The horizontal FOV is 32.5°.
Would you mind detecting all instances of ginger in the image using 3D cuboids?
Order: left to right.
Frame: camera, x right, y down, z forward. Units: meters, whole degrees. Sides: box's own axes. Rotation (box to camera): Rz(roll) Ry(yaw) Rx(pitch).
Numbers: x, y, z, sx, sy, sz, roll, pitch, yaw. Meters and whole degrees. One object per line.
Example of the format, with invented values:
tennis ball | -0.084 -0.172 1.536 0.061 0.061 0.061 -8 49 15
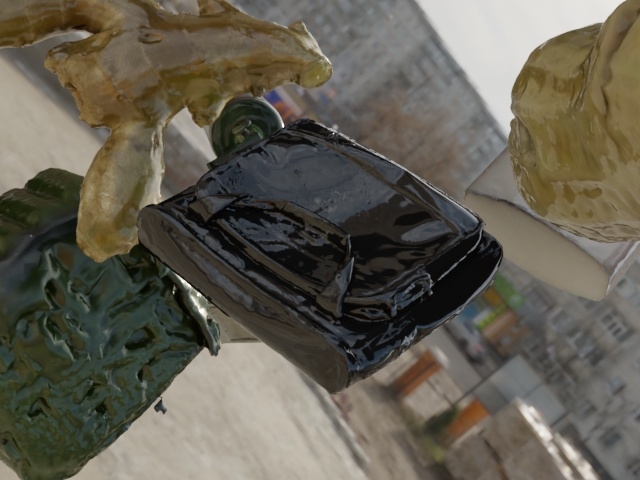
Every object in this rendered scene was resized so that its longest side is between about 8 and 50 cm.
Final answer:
ginger | -0.206 -0.212 1.223 0.363 0.348 0.122 54 -18 4

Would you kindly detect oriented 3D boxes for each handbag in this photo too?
handbag | 0.000 0.000 0.998 0.275 0.244 0.088 37 -41 28

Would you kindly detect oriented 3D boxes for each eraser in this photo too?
eraser | 0.294 -0.079 1.150 0.174 0.270 0.095 33 -28 23

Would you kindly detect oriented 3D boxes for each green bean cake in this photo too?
green bean cake | -0.330 0.115 1.393 0.218 0.319 0.335 17 -36 48

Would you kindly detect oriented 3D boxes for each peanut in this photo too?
peanut | 0.239 -0.085 0.806 0.340 0.158 0.174 -175 -111 -76

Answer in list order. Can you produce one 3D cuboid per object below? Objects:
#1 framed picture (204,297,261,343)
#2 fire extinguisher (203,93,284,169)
framed picture | -0.022 0.116 1.626 0.231 0.293 0.018 77 12 -71
fire extinguisher | -0.106 -0.142 1.419 0.095 0.114 0.311 60 -2 -17
